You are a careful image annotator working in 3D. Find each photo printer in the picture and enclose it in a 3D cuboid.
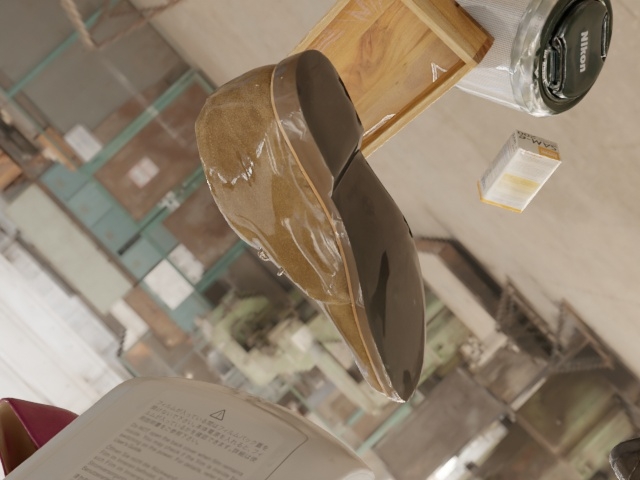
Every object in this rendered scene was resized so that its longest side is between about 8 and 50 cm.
[{"bbox_3d":[-0.125,0.226,0.761,0.256,0.307,0.107,15,129,34],"label":"photo printer"}]

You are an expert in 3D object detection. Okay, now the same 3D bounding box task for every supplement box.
[{"bbox_3d":[0.247,-0.086,1.298,0.062,0.098,0.036,16,-136,-17],"label":"supplement box"}]

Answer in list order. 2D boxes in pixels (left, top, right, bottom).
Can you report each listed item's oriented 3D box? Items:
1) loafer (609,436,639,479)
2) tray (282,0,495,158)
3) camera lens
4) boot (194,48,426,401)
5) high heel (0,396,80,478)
[{"bbox_3d":[0.452,0.260,1.211,0.080,0.220,0.078,46,-147,-39],"label":"loafer"},{"bbox_3d":[0.059,-0.253,1.588,0.203,0.076,0.411,42,142,-8],"label":"tray"},{"bbox_3d":[0.284,-0.320,1.577,0.274,0.219,0.219,27,165,39],"label":"camera lens"},{"bbox_3d":[0.000,0.000,0.852,0.305,0.115,0.112,67,-150,-18],"label":"boot"},{"bbox_3d":[-0.246,0.291,0.919,0.181,0.127,0.377,37,-167,-20],"label":"high heel"}]
